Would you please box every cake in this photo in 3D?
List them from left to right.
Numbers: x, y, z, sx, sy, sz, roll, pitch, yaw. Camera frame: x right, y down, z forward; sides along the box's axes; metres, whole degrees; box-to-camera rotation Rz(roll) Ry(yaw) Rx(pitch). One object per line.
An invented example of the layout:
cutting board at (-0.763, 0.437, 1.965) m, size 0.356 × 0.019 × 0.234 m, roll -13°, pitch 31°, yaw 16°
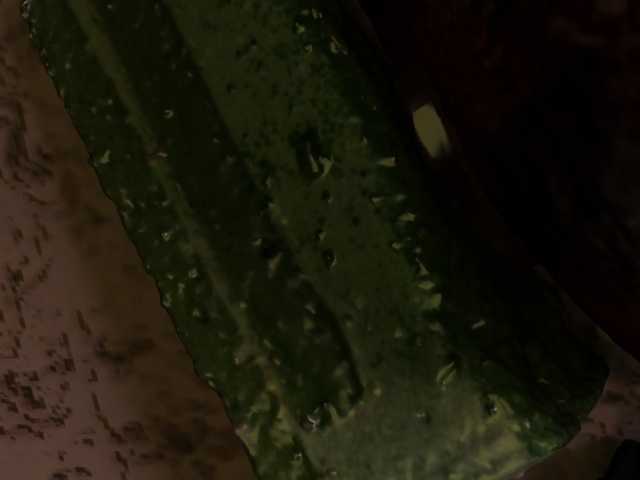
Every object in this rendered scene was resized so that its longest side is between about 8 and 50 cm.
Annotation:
cake at (-0.012, -0.010, 0.628) m, size 0.100 × 0.099 × 0.235 m, roll -32°, pitch 100°, yaw 21°

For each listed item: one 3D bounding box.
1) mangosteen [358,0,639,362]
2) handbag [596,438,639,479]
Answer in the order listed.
mangosteen at (0.179, -0.110, 0.430) m, size 0.359 × 0.306 × 0.306 m, roll -31°, pitch 101°, yaw 15°
handbag at (0.208, 0.180, 0.657) m, size 0.247 × 0.080 × 0.223 m, roll 3°, pitch 111°, yaw 13°
